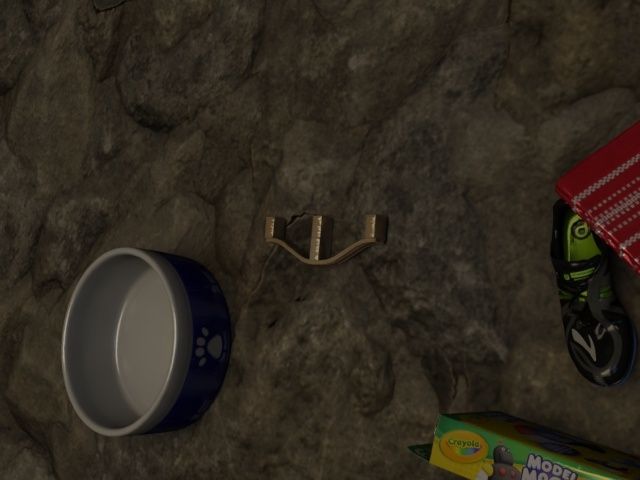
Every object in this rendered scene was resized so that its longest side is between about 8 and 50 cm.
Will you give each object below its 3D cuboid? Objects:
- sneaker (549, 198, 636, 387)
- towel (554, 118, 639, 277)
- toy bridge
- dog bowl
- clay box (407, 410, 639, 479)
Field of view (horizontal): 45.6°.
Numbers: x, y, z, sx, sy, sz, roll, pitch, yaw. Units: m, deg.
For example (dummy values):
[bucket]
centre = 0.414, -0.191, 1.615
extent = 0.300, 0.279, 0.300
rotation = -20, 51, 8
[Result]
[sneaker]
centre = 0.249, 0.045, 0.723
extent = 0.067, 0.078, 0.188
rotation = -15, 73, 37
[towel]
centre = 0.358, -0.015, 0.639
extent = 0.198, 0.031, 0.275
rotation = -36, 59, 2
[toy bridge]
centre = 0.000, 0.000, 0.969
extent = 0.188, 0.026, 0.063
rotation = 0, 83, 40
[dog bowl]
centre = -0.256, 0.145, 1.102
extent = 0.264, 0.104, 0.265
rotation = -8, 78, 38
[clay box]
centre = 0.203, 0.204, 0.700
extent = 0.222, 0.127, 0.053
rotation = 13, 89, 39
